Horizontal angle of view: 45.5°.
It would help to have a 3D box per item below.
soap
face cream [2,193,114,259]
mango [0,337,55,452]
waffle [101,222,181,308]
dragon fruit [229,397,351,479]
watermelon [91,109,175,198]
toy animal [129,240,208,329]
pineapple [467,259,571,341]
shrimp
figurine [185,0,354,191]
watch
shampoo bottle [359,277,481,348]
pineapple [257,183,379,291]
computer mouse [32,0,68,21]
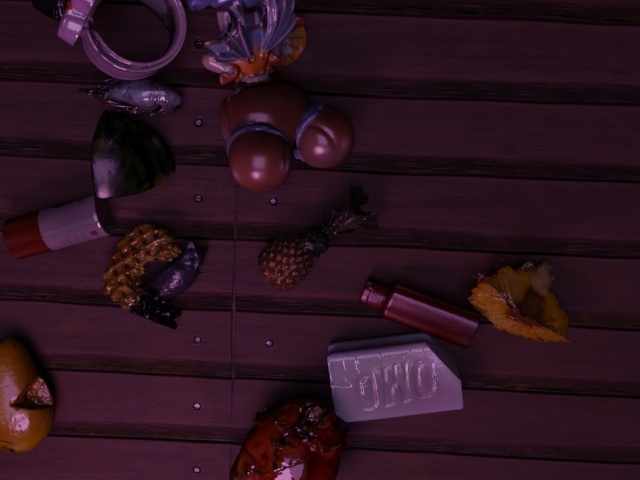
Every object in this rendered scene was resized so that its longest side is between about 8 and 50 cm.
[{"bbox_3d":[0.168,0.308,1.725,0.290,0.095,0.172,-7,104,3],"label":"soap"},{"bbox_3d":[-0.570,-0.030,1.662,0.214,0.096,0.095,-15,102,5],"label":"face cream"},{"bbox_3d":[-0.701,0.354,1.741,0.167,0.130,0.261,-15,98,2],"label":"mango"},{"bbox_3d":[-0.398,0.051,1.659,0.149,0.051,0.194,27,82,32],"label":"waffle"},{"bbox_3d":[-0.069,0.500,1.712,0.251,0.250,0.314,15,85,-2],"label":"dragon fruit"},{"bbox_3d":[-0.392,-0.172,1.610,0.146,0.137,0.192,4,81,2],"label":"watermelon"},{"bbox_3d":[-0.334,0.088,1.707,0.117,0.121,0.210,29,84,39],"label":"toy animal"},{"bbox_3d":[0.428,0.115,1.685,0.250,0.140,0.164,27,61,-20],"label":"pineapple"},{"bbox_3d":[-0.405,-0.310,1.608,0.233,0.079,0.090,6,67,2],"label":"shrimp"},{"bbox_3d":[-0.108,-0.315,1.519,0.277,0.248,0.387,-22,113,-25],"label":"figurine"},{"bbox_3d":[-0.374,-0.453,1.501,0.231,0.196,0.244,23,82,-20],"label":"watch"},{"bbox_3d":[0.217,0.155,1.693,0.260,0.064,0.102,21,132,2],"label":"shampoo bottle"},{"bbox_3d":[0.000,0.000,1.649,0.277,0.119,0.130,-36,129,12],"label":"pineapple"},{"bbox_3d":[-0.516,-0.554,1.551,0.122,0.073,0.217,13,104,-2],"label":"computer mouse"}]
